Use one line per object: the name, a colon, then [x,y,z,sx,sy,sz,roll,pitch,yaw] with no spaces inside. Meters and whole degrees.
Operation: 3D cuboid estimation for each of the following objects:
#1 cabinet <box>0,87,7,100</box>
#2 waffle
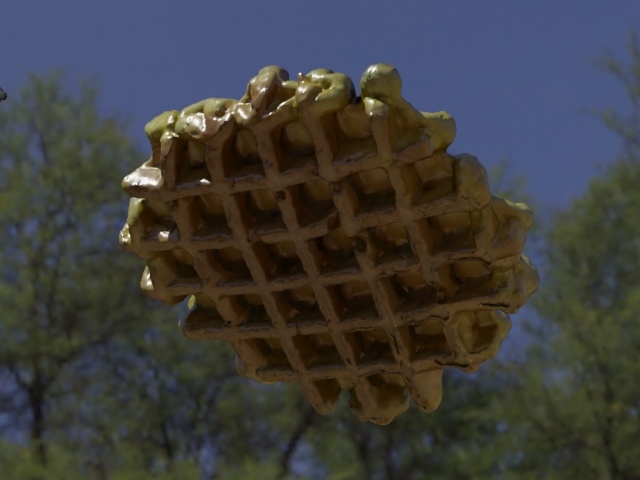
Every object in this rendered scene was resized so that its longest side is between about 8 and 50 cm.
cabinet: [-0.229,-0.008,0.539,0.150,0.145,0.206,-34,-14,-46]
waffle: [0.001,0.004,0.736,0.191,0.038,0.191,11,-51,15]
